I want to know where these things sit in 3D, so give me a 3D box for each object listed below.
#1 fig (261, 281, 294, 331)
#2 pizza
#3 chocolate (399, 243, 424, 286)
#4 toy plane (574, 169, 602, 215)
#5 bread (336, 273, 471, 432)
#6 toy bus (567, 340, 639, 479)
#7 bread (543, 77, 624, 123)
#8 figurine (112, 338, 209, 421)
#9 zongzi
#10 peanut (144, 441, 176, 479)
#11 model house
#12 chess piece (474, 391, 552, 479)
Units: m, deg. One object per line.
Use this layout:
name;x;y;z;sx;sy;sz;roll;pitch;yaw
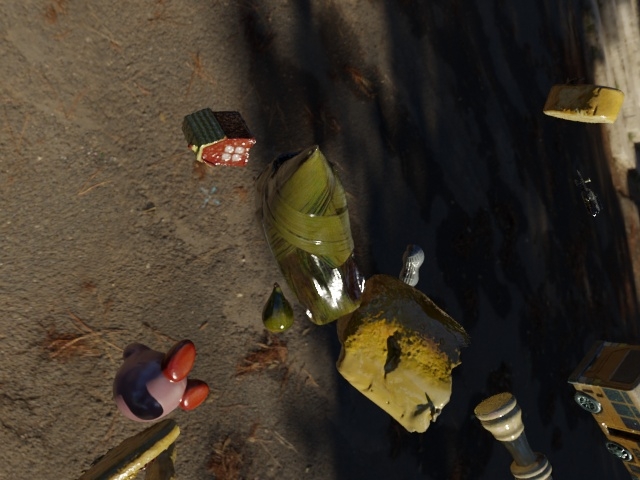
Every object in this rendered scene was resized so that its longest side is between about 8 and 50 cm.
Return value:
fig;-0.176;0.262;1.726;0.133;0.127;0.184;-12;79;-53
pizza;-0.489;0.553;1.108;0.290;0.229;0.081;-33;94;-30
chocolate;0.321;0.091;1.577;0.072;0.072;0.166;-18;124;-48
toy plane;0.605;-0.104;1.009;0.049;0.031;0.120;22;53;-43
bread;0.234;0.293;1.305;0.394;0.250;0.361;42;43;-4
toy bus;0.422;0.228;0.576;0.091;0.103;0.182;-37;97;-24
bread;0.546;-0.286;0.921;0.122;0.149;0.073;3;107;-31
figurine;-0.531;0.463;1.421;0.211;0.262;0.269;-69;158;-57
zongzi;0.000;0.000;0.650;0.139;0.300;0.285;-22;96;-13
peanut;-0.455;0.652;1.260;0.099;0.099;0.214;44;12;-35
model house;-0.415;-0.403;1.745;0.254;0.160;0.196;-7;55;-42
chess piece;0.572;0.618;1.207;0.117;0.117;0.396;-20;77;-48
